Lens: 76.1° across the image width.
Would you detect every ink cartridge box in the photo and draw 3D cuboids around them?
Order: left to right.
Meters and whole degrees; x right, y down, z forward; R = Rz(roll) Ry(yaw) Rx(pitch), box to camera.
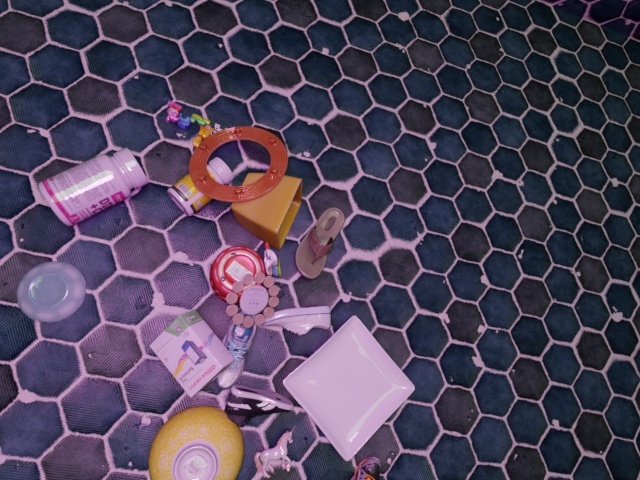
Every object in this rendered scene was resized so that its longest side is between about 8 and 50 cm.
[{"bbox_3d":[-0.397,0.348,1.273,0.154,0.093,0.212,-43,83,13],"label":"ink cartridge box"}]

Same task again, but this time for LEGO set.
[{"bbox_3d":[-0.458,-0.399,1.490,0.227,0.087,0.093,23,75,-15],"label":"LEGO set"}]

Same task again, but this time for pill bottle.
[{"bbox_3d":[-0.724,-0.180,1.325,0.283,0.160,0.160,-33,87,-19],"label":"pill bottle"},{"bbox_3d":[-0.414,-0.191,1.430,0.208,0.119,0.119,-43,90,-20],"label":"pill bottle"}]

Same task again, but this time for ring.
[{"bbox_3d":[-0.278,-0.273,1.388,0.337,0.032,0.336,-1,58,1],"label":"ring"}]

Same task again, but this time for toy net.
[{"bbox_3d":[-0.162,0.059,1.377,0.045,0.232,0.122,-5,82,-5],"label":"toy net"}]

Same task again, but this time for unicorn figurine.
[{"bbox_3d":[-0.137,0.690,1.321,0.162,0.060,0.111,-14,81,-17],"label":"unicorn figurine"}]

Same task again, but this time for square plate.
[{"bbox_3d":[0.102,0.502,1.422,0.347,0.049,0.344,-39,88,-19],"label":"square plate"}]

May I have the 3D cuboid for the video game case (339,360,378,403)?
[{"bbox_3d":[0.137,0.505,1.463,0.087,0.011,0.122,-40,89,-19],"label":"video game case"}]

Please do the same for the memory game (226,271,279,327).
[{"bbox_3d":[-0.211,0.187,1.289,0.186,0.012,0.186,-10,108,-32],"label":"memory game"}]

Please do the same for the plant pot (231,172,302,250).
[{"bbox_3d":[-0.190,-0.118,1.437,0.187,0.212,0.212,22,72,4],"label":"plant pot"}]

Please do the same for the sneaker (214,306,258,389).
[{"bbox_3d":[-0.281,0.342,1.335,0.110,0.122,0.282,18,73,-10],"label":"sneaker"}]

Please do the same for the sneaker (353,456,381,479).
[{"bbox_3d":[0.140,0.825,1.350,0.084,0.083,0.214,37,70,-2],"label":"sneaker"}]

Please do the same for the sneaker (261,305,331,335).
[{"bbox_3d":[-0.081,0.283,1.415,0.258,0.094,0.091,-4,74,-16],"label":"sneaker"}]

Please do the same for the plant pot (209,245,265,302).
[{"bbox_3d":[-0.272,0.111,1.368,0.191,0.174,0.191,4,74,-15],"label":"plant pot"}]

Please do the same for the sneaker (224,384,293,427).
[{"bbox_3d":[-0.206,0.555,1.337,0.217,0.079,0.121,22,89,-16],"label":"sneaker"}]

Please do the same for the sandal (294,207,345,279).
[{"bbox_3d":[-0.001,-0.002,1.508,0.120,0.086,0.302,28,72,-7],"label":"sandal"}]

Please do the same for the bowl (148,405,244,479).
[{"bbox_3d":[-0.369,0.655,1.220,0.290,0.156,0.289,3,76,-13],"label":"bowl"}]

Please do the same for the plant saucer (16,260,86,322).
[{"bbox_3d":[-0.845,0.157,1.278,0.195,0.037,0.194,4,75,-14],"label":"plant saucer"}]
